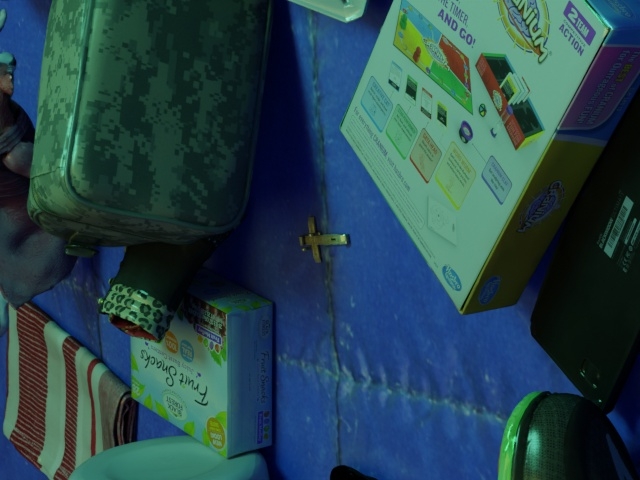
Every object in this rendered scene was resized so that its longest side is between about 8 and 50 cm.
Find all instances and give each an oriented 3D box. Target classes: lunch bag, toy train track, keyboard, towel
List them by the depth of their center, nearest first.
[{"bbox_3d":[0.268,0.012,1.312,0.201,0.033,0.317,53,140,41],"label":"keyboard"},{"bbox_3d":[0.000,0.000,1.700,0.083,0.014,0.048,-2,99,54],"label":"toy train track"},{"bbox_3d":[-0.196,-0.145,1.712,0.256,0.212,0.305,-13,69,60],"label":"lunch bag"},{"bbox_3d":[-0.348,0.234,2.250,0.329,0.037,0.237,33,126,45],"label":"towel"}]

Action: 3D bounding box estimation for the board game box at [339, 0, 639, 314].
[{"bbox_3d":[0.141,-0.132,1.394,0.242,0.064,0.317,59,142,33],"label":"board game box"}]

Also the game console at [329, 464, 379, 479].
[{"bbox_3d":[0.040,0.410,1.753,0.213,0.044,0.361,14,111,52],"label":"game console"}]

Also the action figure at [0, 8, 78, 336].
[{"bbox_3d":[-0.394,-0.100,1.986,0.248,0.276,0.370,39,161,19],"label":"action figure"}]

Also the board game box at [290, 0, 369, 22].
[{"bbox_3d":[-0.089,-0.437,1.489,0.390,0.050,0.390,23,125,12],"label":"board game box"}]

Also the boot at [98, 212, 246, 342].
[{"bbox_3d":[-0.204,0.009,1.852,0.236,0.085,0.179,15,71,48],"label":"boot"}]

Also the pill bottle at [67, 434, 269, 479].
[{"bbox_3d":[-0.153,0.443,1.872,0.229,0.229,0.408,8,107,53],"label":"pill bottle"}]

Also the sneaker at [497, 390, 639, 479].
[{"bbox_3d":[0.301,0.318,1.278,0.202,0.185,0.483,-39,71,33],"label":"sneaker"}]

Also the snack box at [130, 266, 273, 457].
[{"bbox_3d":[-0.137,0.127,1.886,0.207,0.070,0.175,25,120,50],"label":"snack box"}]
